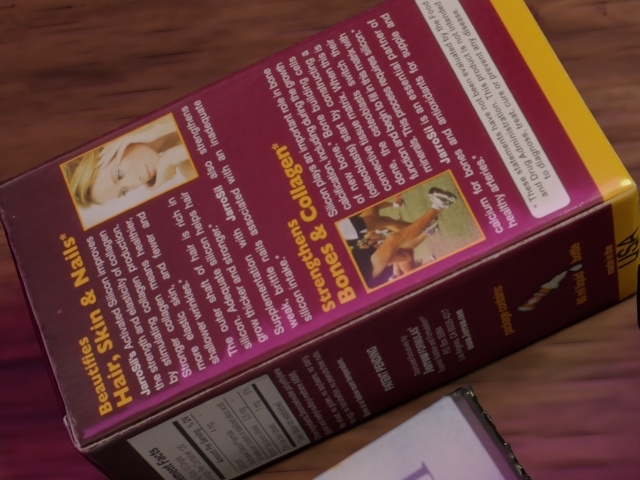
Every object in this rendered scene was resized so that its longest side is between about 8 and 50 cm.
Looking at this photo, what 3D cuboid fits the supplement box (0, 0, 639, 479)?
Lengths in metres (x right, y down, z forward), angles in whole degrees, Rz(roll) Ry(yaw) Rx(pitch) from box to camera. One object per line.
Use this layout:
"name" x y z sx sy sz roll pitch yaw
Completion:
"supplement box" 0.000 0.000 0.523 0.188 0.081 0.104 -25 61 0

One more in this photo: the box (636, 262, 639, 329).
"box" 0.196 0.031 0.389 0.207 0.036 0.114 -17 57 1

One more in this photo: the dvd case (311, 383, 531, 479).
"dvd case" -0.014 0.181 0.470 0.253 0.022 0.180 -32 61 -3
